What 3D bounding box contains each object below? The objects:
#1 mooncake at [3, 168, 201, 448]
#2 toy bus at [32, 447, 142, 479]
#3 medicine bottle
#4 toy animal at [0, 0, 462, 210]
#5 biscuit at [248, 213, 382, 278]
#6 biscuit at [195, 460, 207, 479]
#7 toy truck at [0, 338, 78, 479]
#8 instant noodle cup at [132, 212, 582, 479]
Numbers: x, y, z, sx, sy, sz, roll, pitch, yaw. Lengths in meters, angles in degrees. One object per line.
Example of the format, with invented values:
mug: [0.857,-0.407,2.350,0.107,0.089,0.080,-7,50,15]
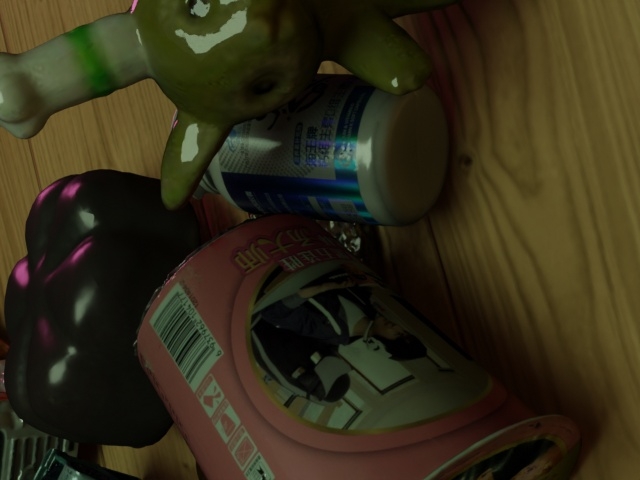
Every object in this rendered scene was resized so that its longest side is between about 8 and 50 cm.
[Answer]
mooncake: [-0.186,0.059,1.230,0.245,0.133,0.245,-35,49,53]
toy bus: [-0.150,0.290,1.227,0.256,0.147,0.128,24,88,45]
medicine bottle: [-0.011,-0.069,1.046,0.191,0.107,0.107,6,98,32]
toy animal: [-0.028,-0.154,0.921,0.181,0.363,0.180,51,160,-17]
biscuit: [-0.008,-0.002,1.139,0.131,0.026,0.237,-17,82,46]
biscuit: [-0.068,0.139,1.177,0.212,0.036,0.212,26,120,58]
toy truck: [-0.417,0.168,1.472,0.387,0.207,0.173,26,112,44]
instant noodle cup: [0.009,0.118,0.968,0.255,0.244,0.244,48,126,31]
